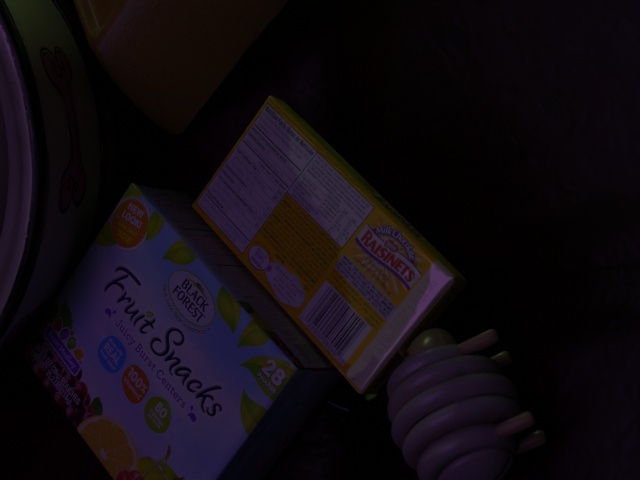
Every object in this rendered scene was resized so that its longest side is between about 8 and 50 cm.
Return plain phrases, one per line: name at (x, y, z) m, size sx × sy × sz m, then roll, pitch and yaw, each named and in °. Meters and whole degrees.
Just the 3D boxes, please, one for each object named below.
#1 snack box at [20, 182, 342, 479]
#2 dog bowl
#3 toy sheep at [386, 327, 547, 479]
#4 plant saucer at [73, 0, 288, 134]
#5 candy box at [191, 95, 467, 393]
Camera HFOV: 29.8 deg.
snack box at (-0.107, 0.088, 0.886) m, size 0.207 × 0.070 × 0.174 m, roll 46°, pitch 110°, yaw 27°
dog bowl at (-0.340, -0.072, 0.976) m, size 0.408 × 0.150 × 0.408 m, roll 4°, pitch 98°, yaw 27°
toy sheep at (0.086, 0.110, 0.741) m, size 0.091 × 0.091 × 0.132 m, roll -41°, pitch 46°, yaw 25°
plant saucer at (-0.119, -0.295, 0.858) m, size 0.333 × 0.081 × 0.333 m, roll -42°, pitch 63°, yaw 46°
candy box at (0.000, 0.000, 0.844) m, size 0.105 × 0.027 × 0.206 m, roll -51°, pitch 60°, yaw 14°
